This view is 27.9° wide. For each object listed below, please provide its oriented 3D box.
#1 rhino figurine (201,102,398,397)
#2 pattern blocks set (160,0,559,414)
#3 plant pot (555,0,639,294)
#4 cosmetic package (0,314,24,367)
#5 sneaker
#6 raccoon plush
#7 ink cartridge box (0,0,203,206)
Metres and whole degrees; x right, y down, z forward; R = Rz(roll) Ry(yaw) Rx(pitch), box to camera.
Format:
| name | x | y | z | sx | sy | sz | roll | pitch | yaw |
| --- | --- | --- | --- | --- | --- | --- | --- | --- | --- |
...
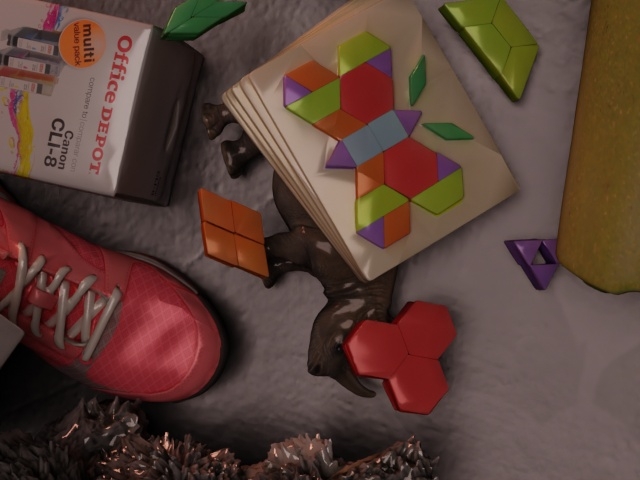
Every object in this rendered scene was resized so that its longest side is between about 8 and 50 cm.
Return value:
| name | x | y | z | sx | sy | sz | roll | pitch | yaw |
| --- | --- | --- | --- | --- | --- | --- | --- | --- | --- |
| rhino figurine | 0.000 | 0.000 | 0.946 | 0.106 | 0.073 | 0.243 | -18 | 88 | 6 |
| pattern blocks set | 0.039 | -0.071 | 0.909 | 0.325 | 0.026 | 0.285 | 45 | 77 | -5 |
| plant pot | 0.267 | -0.083 | 0.818 | 0.276 | 0.276 | 0.253 | 17 | 103 | 11 |
| cosmetic package | -0.300 | 0.094 | 0.902 | 0.107 | 0.238 | 0.127 | 39 | 68 | -17 |
| sneaker | -0.220 | 0.037 | 0.956 | 0.314 | 0.136 | 0.115 | 27 | 95 | 10 |
| raccoon plush | -0.112 | 0.250 | 0.795 | 0.299 | 0.446 | 0.216 | -2 | 106 | 31 |
| ink cartridge box | -0.196 | -0.106 | 0.959 | 0.176 | 0.127 | 0.128 | 13 | 91 | 10 |
